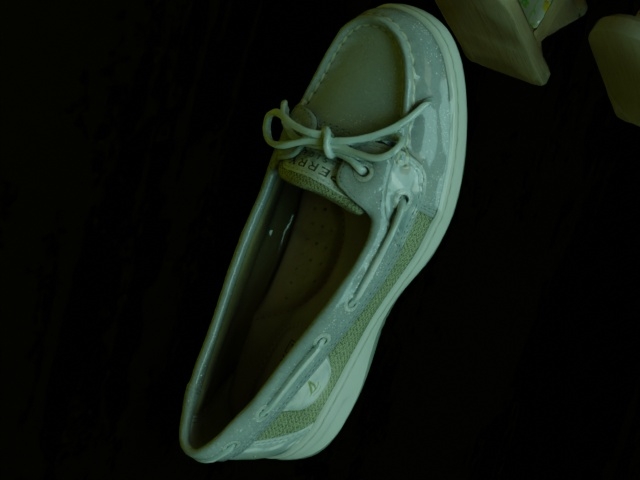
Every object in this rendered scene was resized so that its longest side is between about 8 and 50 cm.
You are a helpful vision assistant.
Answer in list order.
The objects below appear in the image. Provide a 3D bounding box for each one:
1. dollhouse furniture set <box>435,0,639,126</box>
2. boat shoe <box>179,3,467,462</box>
[{"bbox_3d":[0.300,-0.261,0.767,0.362,0.394,0.256,-58,151,-7],"label":"dollhouse furniture set"},{"bbox_3d":[-0.002,0.000,0.797,0.103,0.118,0.320,3,114,-54],"label":"boat shoe"}]
